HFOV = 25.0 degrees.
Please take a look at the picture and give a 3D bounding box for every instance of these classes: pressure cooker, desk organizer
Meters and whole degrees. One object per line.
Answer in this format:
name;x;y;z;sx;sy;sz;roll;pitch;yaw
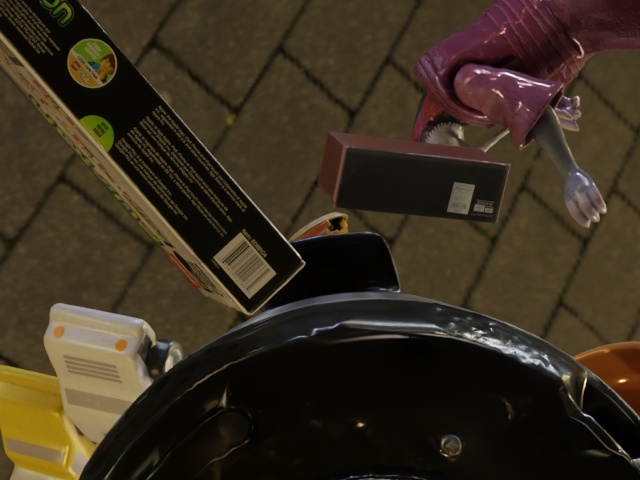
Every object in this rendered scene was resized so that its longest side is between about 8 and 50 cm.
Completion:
pressure cooker;0.033;0.217;0.907;0.375;0.420;0.370;35;90;1
desk organizer;0.068;-0.048;1.070;0.130;0.050;0.047;5;107;-19

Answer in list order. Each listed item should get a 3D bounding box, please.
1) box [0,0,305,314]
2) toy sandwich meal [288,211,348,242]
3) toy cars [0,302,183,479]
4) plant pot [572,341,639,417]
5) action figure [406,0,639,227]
box;-0.099;-0.057;0.663;0.036;0.114;0.207;-43;103;-10
toy sandwich meal;0.000;0.000;1.518;0.086;0.085;0.029;-23;73;-32
toy cars;-0.192;0.159;1.202;0.176;0.394;0.087;28;63;-14
plant pot;0.375;0.298;1.745;0.203;0.291;0.291;51;60;-31
action figure;0.196;-0.189;1.286;0.370;0.248;0.275;-37;109;2
